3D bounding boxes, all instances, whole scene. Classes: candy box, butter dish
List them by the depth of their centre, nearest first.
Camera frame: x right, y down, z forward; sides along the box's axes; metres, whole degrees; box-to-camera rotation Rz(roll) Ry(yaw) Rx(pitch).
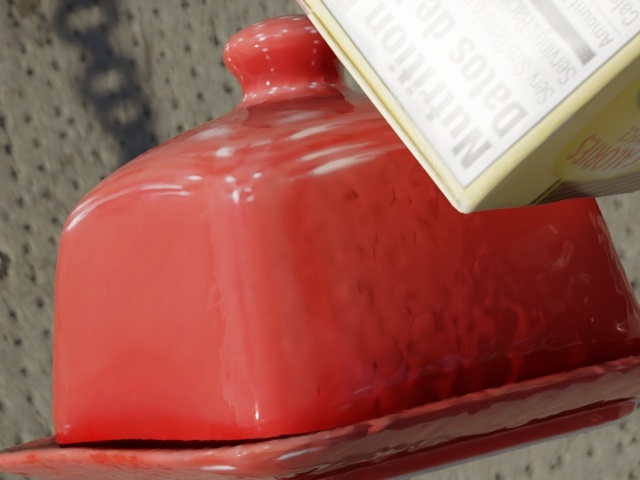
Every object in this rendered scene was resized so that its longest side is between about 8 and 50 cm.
[{"bbox_3d":[0.151,-0.138,0.360,0.316,0.183,0.087,-43,73,24],"label":"candy box"},{"bbox_3d":[0.000,0.000,0.451,0.159,0.160,0.118,-10,90,-33],"label":"butter dish"}]
